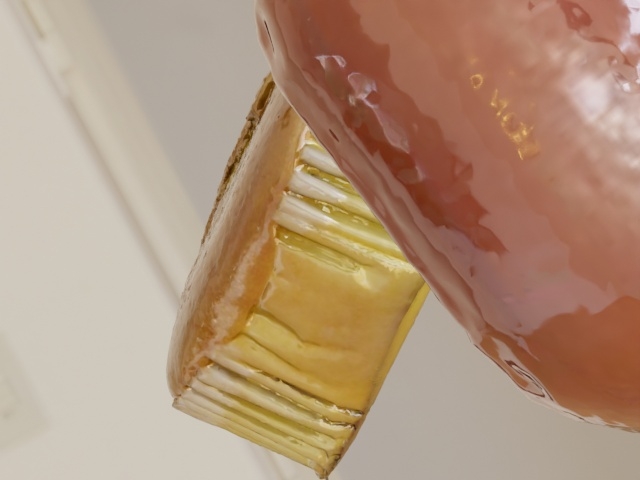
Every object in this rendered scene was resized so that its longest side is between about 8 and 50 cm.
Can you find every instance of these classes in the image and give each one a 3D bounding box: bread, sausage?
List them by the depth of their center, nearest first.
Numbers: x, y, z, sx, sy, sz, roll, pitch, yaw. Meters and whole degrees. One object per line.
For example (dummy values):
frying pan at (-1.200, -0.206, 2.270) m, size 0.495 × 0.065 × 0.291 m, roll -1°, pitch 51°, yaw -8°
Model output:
sausage at (0.074, -0.043, 0.653) m, size 0.148 × 0.254 × 0.148 m, roll -31°, pitch -9°, yaw -6°
bread at (0.000, 0.000, 1.256) m, size 0.288 × 0.156 × 0.204 m, roll -63°, pitch 1°, yaw 37°
